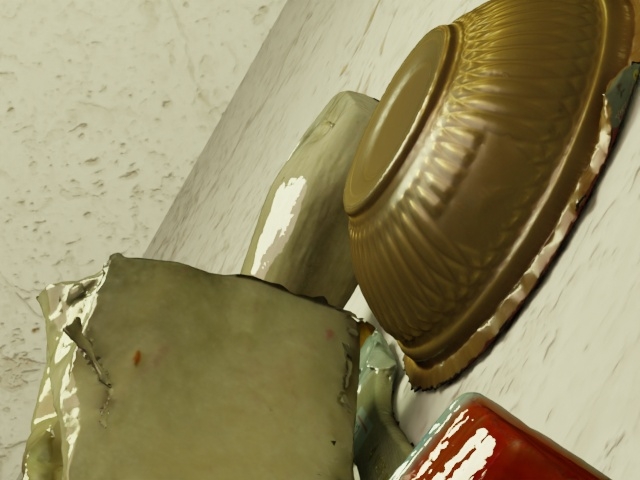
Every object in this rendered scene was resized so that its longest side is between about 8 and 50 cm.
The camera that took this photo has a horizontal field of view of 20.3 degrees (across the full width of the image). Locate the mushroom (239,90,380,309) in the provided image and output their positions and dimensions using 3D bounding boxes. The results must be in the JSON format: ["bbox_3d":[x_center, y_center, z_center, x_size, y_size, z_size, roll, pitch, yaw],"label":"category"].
[{"bbox_3d":[0.002,-0.006,1.232,0.247,0.096,0.108,-61,-6,-17],"label":"mushroom"}]

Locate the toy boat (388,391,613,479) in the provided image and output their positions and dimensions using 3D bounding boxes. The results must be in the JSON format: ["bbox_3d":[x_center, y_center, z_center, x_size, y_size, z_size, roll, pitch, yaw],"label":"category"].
[{"bbox_3d":[0.004,0.216,0.575,0.332,0.145,0.133,-58,9,-9],"label":"toy boat"}]

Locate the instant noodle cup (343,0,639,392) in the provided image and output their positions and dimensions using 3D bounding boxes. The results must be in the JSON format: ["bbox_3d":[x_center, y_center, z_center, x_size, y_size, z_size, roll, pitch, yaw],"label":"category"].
[{"bbox_3d":[0.080,-0.051,1.039,0.274,0.090,0.274,-60,11,20],"label":"instant noodle cup"}]

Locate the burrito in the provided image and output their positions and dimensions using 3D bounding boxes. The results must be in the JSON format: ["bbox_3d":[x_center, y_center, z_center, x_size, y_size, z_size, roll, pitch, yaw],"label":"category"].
[{"bbox_3d":[-0.085,0.168,0.958,0.135,0.190,0.332,124,158,-43],"label":"burrito"}]

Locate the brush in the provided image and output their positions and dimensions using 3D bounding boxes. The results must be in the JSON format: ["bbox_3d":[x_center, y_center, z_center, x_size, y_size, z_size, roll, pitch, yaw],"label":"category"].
[{"bbox_3d":[0.030,0.115,1.052,0.085,0.020,0.336,-62,10,6],"label":"brush"}]
